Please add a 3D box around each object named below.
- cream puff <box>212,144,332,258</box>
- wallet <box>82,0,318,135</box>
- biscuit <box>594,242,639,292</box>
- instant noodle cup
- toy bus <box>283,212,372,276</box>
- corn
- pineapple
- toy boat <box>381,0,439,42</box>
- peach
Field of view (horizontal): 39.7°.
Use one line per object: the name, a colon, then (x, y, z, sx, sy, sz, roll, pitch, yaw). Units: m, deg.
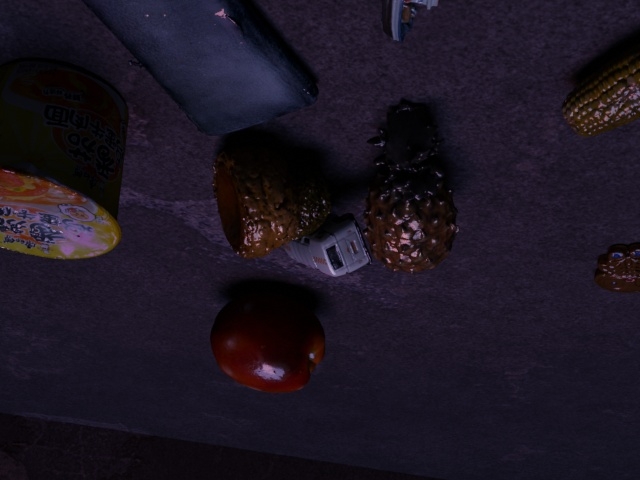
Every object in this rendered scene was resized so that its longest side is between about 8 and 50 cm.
cream puff: (-0.064, -0.069, 1.365, 0.169, 0.183, 0.183, -13, 158, -19)
wallet: (-0.164, -0.261, 1.102, 0.190, 0.046, 0.379, -11, 148, 26)
biscuit: (0.556, 0.056, 1.598, 0.124, 0.026, 0.175, -6, 151, 21)
instant noodle cup: (-0.393, -0.114, 1.262, 0.264, 0.200, 0.264, 5, 153, 3)
toy bus: (0.000, 0.000, 1.443, 0.194, 0.089, 0.087, 21, 137, 60)
corn: (0.423, -0.211, 1.041, 0.097, 0.097, 0.320, 22, 149, -29)
pineapple: (0.137, -0.079, 1.306, 0.157, 0.158, 0.279, 3, 142, 5)
toy boat: (0.104, -0.279, 1.000, 0.066, 0.059, 0.140, 14, 153, 11)
peach: (-0.109, 0.204, 1.833, 0.243, 0.199, 0.243, 20, -170, -4)
